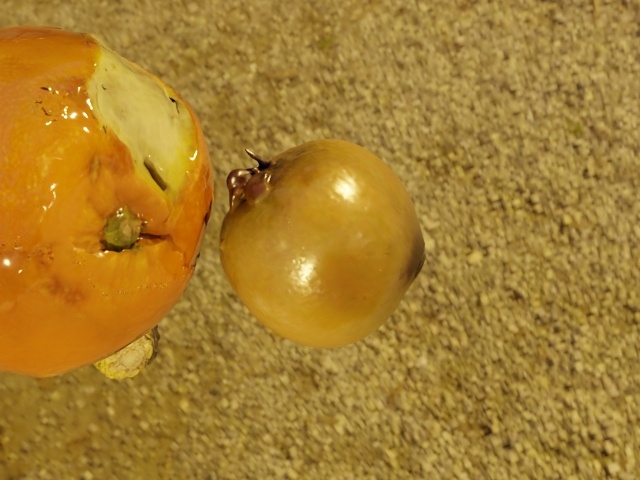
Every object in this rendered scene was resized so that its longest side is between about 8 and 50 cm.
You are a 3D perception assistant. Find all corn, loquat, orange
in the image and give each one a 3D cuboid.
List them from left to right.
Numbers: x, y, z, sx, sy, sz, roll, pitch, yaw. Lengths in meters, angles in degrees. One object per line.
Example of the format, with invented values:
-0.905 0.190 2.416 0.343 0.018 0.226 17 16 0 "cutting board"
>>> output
-0.193 -0.027 0.803 0.240 0.240 0.240 -12 50 15 "orange"
-0.190 0.041 0.981 0.072 0.072 0.203 -35 42 -5 "corn"
0.000 0.000 0.825 0.137 0.163 0.163 -17 46 39 "loquat"
